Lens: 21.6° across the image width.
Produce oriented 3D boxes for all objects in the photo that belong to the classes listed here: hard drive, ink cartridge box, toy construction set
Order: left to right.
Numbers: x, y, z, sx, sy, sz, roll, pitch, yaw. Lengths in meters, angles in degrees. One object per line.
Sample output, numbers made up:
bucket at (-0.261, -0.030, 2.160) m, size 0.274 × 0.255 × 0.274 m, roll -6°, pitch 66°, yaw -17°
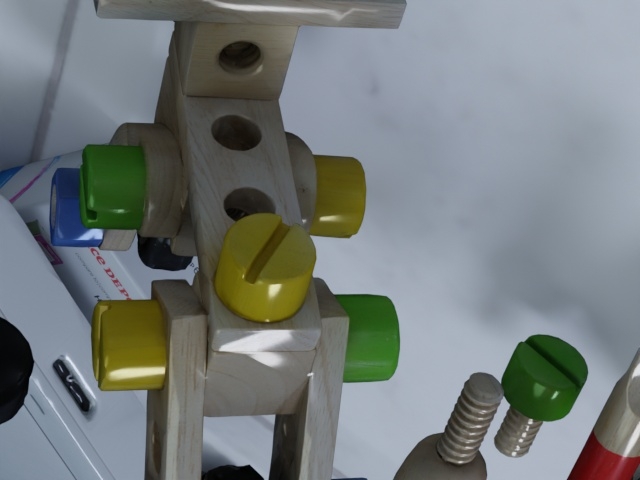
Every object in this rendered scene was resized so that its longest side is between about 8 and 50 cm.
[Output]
hard drive at (-0.236, 0.052, 0.995) m, size 0.353 × 0.047 × 0.233 m, roll 11°, pitch 137°, yaw 49°
ink cartridge box at (-0.129, 0.002, 0.903) m, size 0.122 × 0.052 × 0.088 m, roll -11°, pitch 121°, yaw 46°
toy construction set at (0.000, 0.000, 0.674) m, size 0.309 × 0.257 × 0.237 m, roll 20°, pitch 129°, yaw 1°

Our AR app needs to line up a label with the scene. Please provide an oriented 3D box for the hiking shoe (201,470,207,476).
hiking shoe at (-0.086, 0.247, 1.072) m, size 0.086 × 0.114 × 0.227 m, roll 19°, pitch 139°, yaw 26°

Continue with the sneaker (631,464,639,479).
sneaker at (0.245, 0.092, 0.663) m, size 0.118 × 0.107 × 0.279 m, roll 35°, pitch 151°, yaw -27°
